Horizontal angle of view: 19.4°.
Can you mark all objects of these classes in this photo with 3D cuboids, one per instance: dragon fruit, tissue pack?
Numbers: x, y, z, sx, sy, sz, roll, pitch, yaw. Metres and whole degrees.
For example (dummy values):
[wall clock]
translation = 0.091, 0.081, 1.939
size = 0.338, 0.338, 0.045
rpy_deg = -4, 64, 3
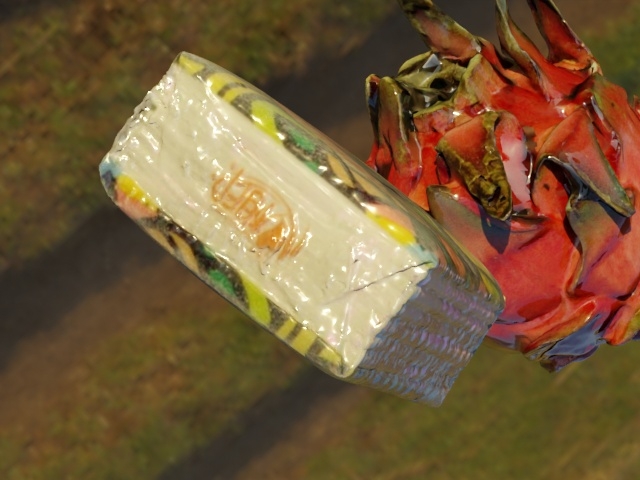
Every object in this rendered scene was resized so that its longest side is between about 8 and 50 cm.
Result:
[dragon fruit]
translation = 0.117, -0.035, 1.120
size = 0.193, 0.274, 0.192
rpy_deg = -26, -155, 51
[tissue pack]
translation = 0.000, 0.000, 0.633
size = 0.060, 0.108, 0.148
rpy_deg = -53, 163, 2
